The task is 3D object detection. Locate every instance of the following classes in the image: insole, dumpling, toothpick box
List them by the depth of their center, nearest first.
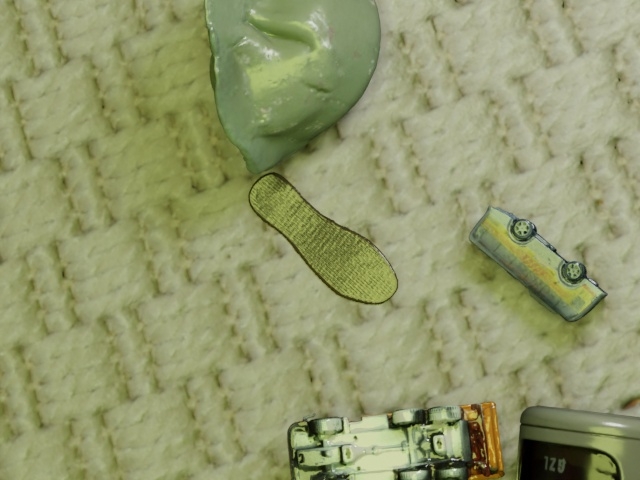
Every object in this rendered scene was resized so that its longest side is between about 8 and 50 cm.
[{"bbox_3d":[0.343,0.368,1.677,0.229,0.229,0.316,5,85,11],"label":"toothpick box"},{"bbox_3d":[-0.059,-0.266,1.845,0.270,0.212,0.320,0,64,-25],"label":"dumpling"},{"bbox_3d":[0.000,0.000,1.887,0.253,0.005,0.086,40,90,13],"label":"insole"}]

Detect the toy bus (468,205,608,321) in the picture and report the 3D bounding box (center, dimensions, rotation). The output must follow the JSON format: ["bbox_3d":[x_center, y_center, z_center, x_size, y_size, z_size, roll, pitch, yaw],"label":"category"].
[{"bbox_3d":[0.284,0.030,1.800,0.190,0.064,0.075,42,97,13],"label":"toy bus"}]

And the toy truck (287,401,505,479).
[{"bbox_3d":[0.098,0.268,1.771,0.271,0.135,0.114,-7,79,5],"label":"toy truck"}]
